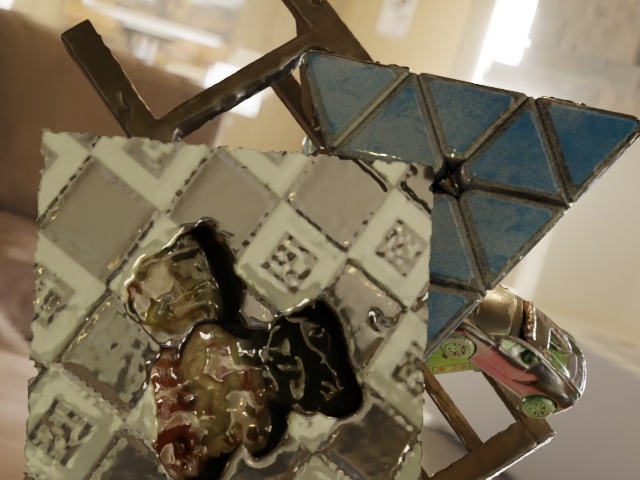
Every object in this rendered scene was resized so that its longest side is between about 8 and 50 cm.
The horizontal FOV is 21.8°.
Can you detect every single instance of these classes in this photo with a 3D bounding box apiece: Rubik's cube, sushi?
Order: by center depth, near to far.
[{"bbox_3d":[-0.052,0.068,0.861,0.219,0.231,0.047,4,-4,-26],"label":"sushi"},{"bbox_3d":[0.091,-0.001,0.984,0.190,0.178,0.211,-13,-44,35],"label":"Rubik's cube"}]

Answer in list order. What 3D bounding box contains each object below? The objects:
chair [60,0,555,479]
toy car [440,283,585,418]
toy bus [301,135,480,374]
[{"bbox_3d":[0.000,0.000,1.294,0.416,0.203,0.240,53,-14,20],"label":"chair"},{"bbox_3d":[0.137,0.069,1.196,0.142,0.055,0.069,36,44,-22],"label":"toy car"},{"bbox_3d":[0.091,-0.009,1.836,0.190,0.312,0.152,-7,-35,-6],"label":"toy bus"}]
